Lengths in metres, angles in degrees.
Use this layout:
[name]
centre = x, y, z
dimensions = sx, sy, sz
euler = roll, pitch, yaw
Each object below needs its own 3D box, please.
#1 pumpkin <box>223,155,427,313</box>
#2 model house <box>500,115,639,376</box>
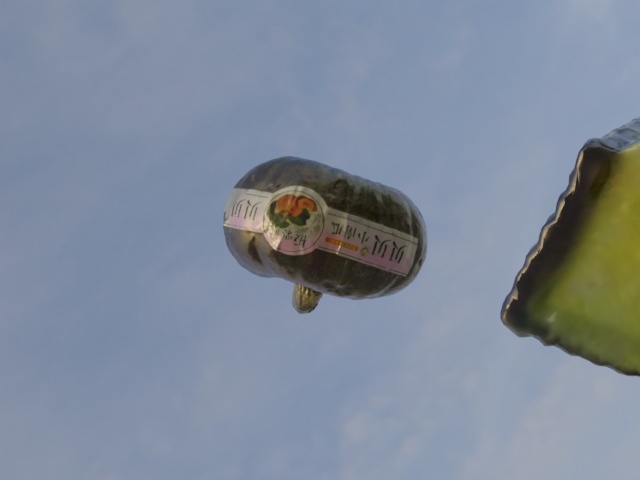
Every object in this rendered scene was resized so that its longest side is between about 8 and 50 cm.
[pumpkin]
centre = -0.001, 0.003, 1.450
dimensions = 0.260, 0.260, 0.189
euler = 17, -88, -37
[model house]
centre = 0.195, 0.012, 0.535
dimensions = 0.194, 0.211, 0.170
euler = -27, -87, -60
